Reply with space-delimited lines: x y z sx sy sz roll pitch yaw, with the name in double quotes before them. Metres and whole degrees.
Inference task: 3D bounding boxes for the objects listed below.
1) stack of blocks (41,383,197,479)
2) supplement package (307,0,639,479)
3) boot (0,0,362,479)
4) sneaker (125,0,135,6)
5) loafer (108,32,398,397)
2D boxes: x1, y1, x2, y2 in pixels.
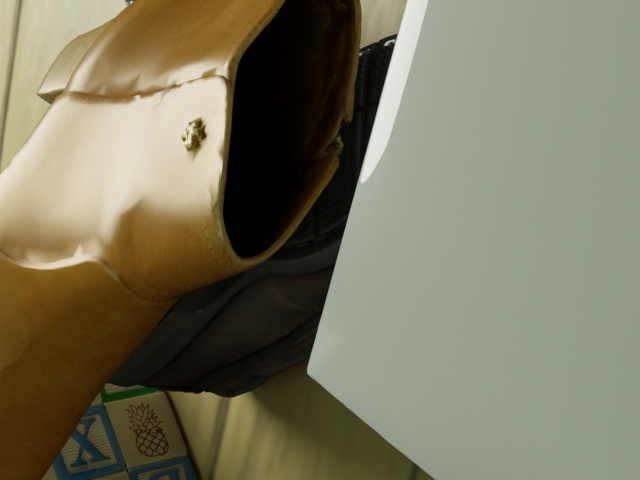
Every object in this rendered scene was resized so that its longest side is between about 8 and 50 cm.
"stack of blocks" -0.229 0.125 0.747 0.087 0.297 0.171 -44 62 45
"supplement package" 0.137 -0.028 0.427 0.204 0.145 0.261 35 120 40
"boot" -0.095 0.013 0.588 0.211 0.104 0.295 1 67 55
"sneaker" -0.060 -0.121 0.710 0.170 0.051 0.089 27 118 47
"loafer" 0.000 0.000 0.648 0.302 0.095 0.109 -32 43 41
